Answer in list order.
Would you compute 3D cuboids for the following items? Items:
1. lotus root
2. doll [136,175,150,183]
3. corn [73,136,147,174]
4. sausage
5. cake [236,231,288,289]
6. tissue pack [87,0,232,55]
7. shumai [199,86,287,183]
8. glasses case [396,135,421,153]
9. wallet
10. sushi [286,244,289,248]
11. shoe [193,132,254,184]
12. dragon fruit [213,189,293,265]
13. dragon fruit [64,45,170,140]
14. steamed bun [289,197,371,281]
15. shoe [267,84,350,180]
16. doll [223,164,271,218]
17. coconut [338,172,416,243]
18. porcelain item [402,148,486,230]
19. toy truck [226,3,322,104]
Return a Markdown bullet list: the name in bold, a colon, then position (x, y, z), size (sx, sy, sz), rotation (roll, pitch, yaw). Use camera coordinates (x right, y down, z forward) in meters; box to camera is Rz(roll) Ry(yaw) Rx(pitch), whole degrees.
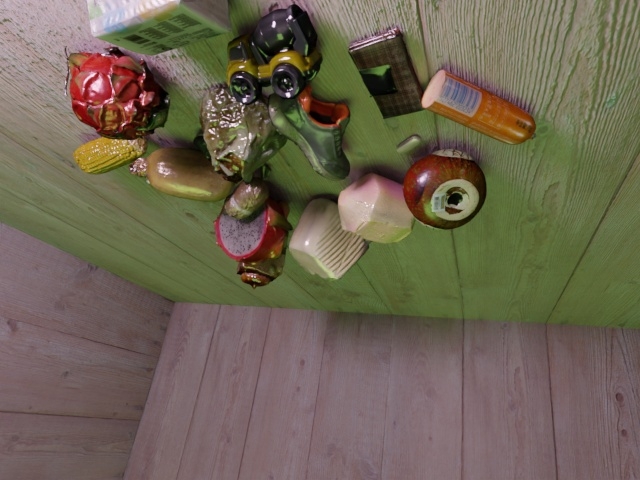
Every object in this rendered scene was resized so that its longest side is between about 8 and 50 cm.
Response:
- **lotus root**: position (-0.455, -0.226, 1.354), size (0.343, 0.169, 0.151), rotation (10, 158, -17)
- **doll**: position (-0.607, -0.243, 1.507), size (0.150, 0.077, 0.115), rotation (14, -159, 0)
- **corn**: position (-0.713, -0.297, 1.371), size (0.322, 0.119, 0.119), rotation (-11, 150, 30)
- **sausage**: position (0.397, -0.304, 0.974), size (0.312, 0.093, 0.093), rotation (16, 156, -17)
- **cake**: position (-0.273, 0.076, 1.847), size (0.196, 0.293, 0.199), rotation (16, 160, -18)
- **tissue pack**: position (-0.322, -0.480, 0.808), size (0.229, 0.145, 0.159), rotation (-2, -173, 26)
- **shumai**: position (-0.221, -0.278, 1.118), size (0.256, 0.218, 0.189), rotation (8, 166, 3)
- **glasses case**: position (0.255, -0.276, 1.177), size (0.032, 0.021, 0.083), rotation (20, 154, -25)
- **wallet**: position (0.163, -0.379, 0.952), size (0.124, 0.042, 0.230), rotation (-7, 154, 28)
- **sushi**: position (-0.301, 0.044, 2.085), size (0.231, 0.047, 0.219), rotation (18, 155, -20)
- **shoe**: position (-0.298, -0.261, 1.303), size (0.227, 0.112, 0.099), rotation (18, 156, -23)
- **dragon fruit**: position (-0.237, -0.049, 1.584), size (0.305, 0.305, 0.226), rotation (-7, 166, 33)
- **dragon fruit**: position (-0.532, -0.381, 1.043), size (0.293, 0.234, 0.234), rotation (39, 158, 9)
- **steamed bun**: position (0.000, 0.000, 1.596), size (0.273, 0.290, 0.272), rotation (43, 150, -24)
- **shoe**: position (0.021, -0.300, 1.104), size (0.171, 0.132, 0.336), rotation (-18, 143, 31)
- **doll**: position (-0.240, -0.162, 1.411), size (0.221, 0.115, 0.105), rotation (-43, 116, 9)
- **coconut**: position (0.175, -0.103, 1.347), size (0.245, 0.233, 0.233), rotation (15, 156, -15)
- **porcelain item**: position (0.359, -0.162, 1.224), size (0.253, 0.253, 0.253), rotation (8, 157, 3)
- **toy truck**: position (-0.112, -0.407, 0.892), size (0.224, 0.147, 0.165), rotation (1, 132, 25)
